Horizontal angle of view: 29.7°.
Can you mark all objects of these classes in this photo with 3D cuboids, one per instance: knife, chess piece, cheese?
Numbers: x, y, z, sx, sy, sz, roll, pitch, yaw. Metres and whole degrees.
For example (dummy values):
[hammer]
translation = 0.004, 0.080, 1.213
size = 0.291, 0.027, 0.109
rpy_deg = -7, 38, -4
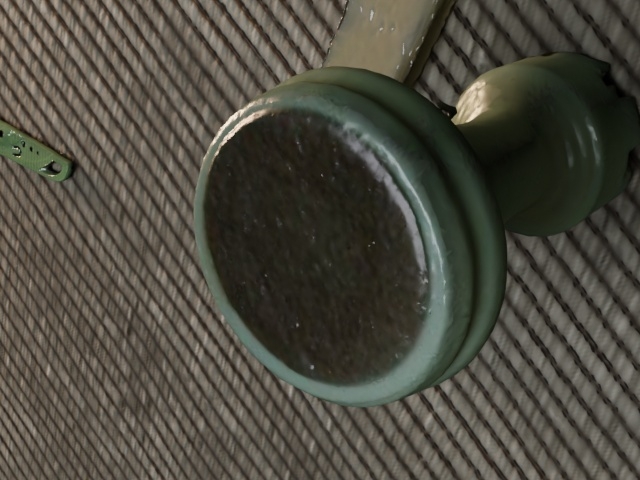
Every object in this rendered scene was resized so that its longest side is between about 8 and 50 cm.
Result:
[knife]
translation = -0.370, -0.124, 1.317
size = 0.293, 0.020, 0.043
rpy_deg = 26, 121, 30
[chess piece]
translation = 0.085, -0.035, 0.764
size = 0.194, 0.299, 0.194
rpy_deg = 17, 118, 35
[cheese]
translation = 0.037, -0.131, 0.954
size = 0.085, 0.034, 0.400
rpy_deg = 39, 129, 20
